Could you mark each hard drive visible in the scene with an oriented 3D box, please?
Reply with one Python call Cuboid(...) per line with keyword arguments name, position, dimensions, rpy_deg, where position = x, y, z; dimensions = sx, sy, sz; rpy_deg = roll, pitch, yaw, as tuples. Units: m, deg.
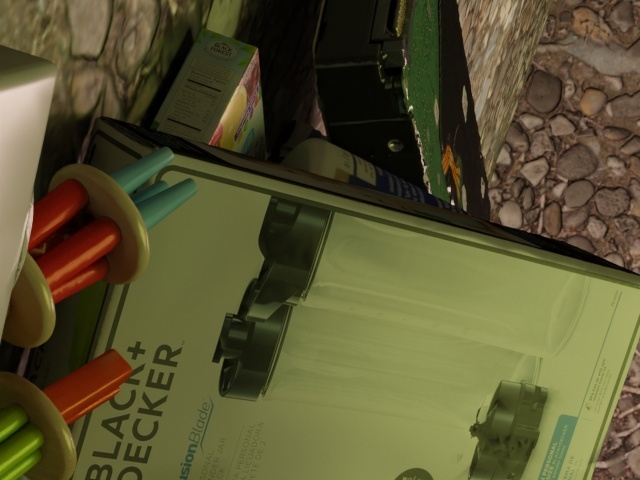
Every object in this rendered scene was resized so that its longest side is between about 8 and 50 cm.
Cuboid(name="hard drive", position=(0.067, -0.065, 0.989), dimensions=(0.237, 0.064, 0.339), rpy_deg=(-80, 162, -44))

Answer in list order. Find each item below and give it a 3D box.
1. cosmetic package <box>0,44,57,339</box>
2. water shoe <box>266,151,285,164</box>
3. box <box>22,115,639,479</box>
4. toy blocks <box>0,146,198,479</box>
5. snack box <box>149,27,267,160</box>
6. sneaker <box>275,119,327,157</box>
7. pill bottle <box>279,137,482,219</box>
Cuboid(name="cosmetic package", position=(-0.154, 0.012, 0.321), dimensions=(0.231, 0.085, 0.117), rpy_deg=(-42, 149, -72))
Cuboid(name="water shoe", position=(-0.038, 0.035, 0.929), dimensions=(0.073, 0.080, 0.203), rpy_deg=(-59, 164, -47))
Cuboid(name="box", position=(0.010, 0.058, 0.693), dimensions=(0.087, 0.290, 0.169), rpy_deg=(30, -76, 61))
Cuboid(name="toy blocks", position=(-0.104, 0.036, 0.545), dimensions=(0.148, 0.054, 0.123), rpy_deg=(-37, 138, -40))
Cuboid(name="snack box", position=(-0.066, -0.038, 0.783), dimensions=(0.141, 0.037, 0.100), rpy_deg=(90, 23, -64))
Cuboid(name="sneaker", position=(0.000, 0.000, 1.061), dimensions=(0.191, 0.083, 0.071), rpy_deg=(99, 13, -47))
Cuboid(name="pill bottle", position=(0.051, 0.027, 0.825), dimensions=(0.112, 0.186, 0.112), rpy_deg=(-56, -161, 29))
